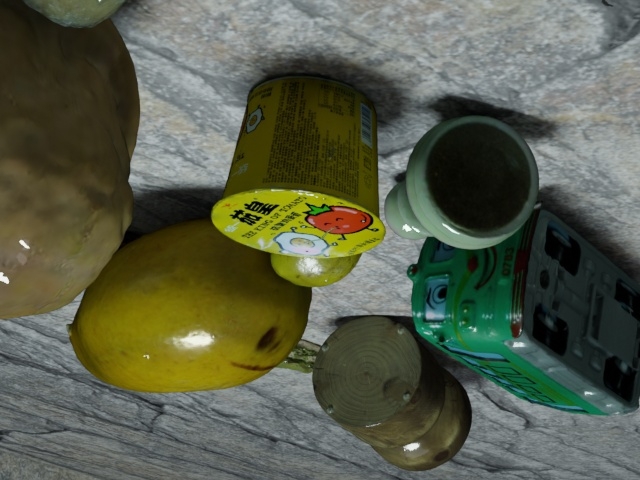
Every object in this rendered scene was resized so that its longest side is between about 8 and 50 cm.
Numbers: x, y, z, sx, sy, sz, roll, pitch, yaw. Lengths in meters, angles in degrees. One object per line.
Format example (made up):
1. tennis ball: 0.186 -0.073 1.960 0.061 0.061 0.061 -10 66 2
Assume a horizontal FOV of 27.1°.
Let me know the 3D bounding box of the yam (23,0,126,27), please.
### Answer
1. yam: -0.139 -0.263 1.001 0.133 0.133 0.330 23 152 -33

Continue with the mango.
1. mango: -0.196 0.106 1.786 0.301 0.220 0.445 -5 167 -40

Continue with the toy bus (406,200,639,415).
1. toy bus: 0.260 0.089 1.655 0.199 0.183 0.343 -2 155 38

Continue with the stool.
1. stool: 0.117 0.244 2.088 0.179 0.179 0.264 -2 156 24

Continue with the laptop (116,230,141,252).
1. laptop: -0.364 -0.010 1.844 0.207 0.026 0.154 22 156 -29

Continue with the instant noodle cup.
1. instant noodle cup: -0.015 -0.079 1.386 0.182 0.144 0.182 6 158 2

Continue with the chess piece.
1. chess piece: 0.126 -0.047 1.472 0.139 0.139 0.272 14 169 -14

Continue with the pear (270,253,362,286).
1. pear: 0.000 0.000 1.615 0.131 0.107 0.107 -36 139 21

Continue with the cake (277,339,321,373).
1. cake: -0.039 0.185 2.170 0.140 0.051 0.055 10 156 -11

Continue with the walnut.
1. walnut: -0.335 -0.102 1.179 0.381 0.381 0.381 7 158 3
